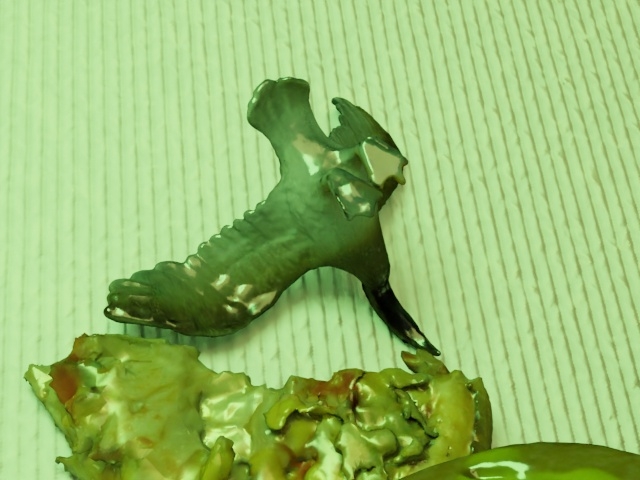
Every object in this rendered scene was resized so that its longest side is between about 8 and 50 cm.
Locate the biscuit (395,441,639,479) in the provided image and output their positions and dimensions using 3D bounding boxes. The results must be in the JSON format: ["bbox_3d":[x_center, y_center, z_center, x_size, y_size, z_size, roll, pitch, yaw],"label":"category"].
[{"bbox_3d":[0.069,0.256,0.587,0.394,0.070,0.350,-34,49,-16],"label":"biscuit"}]

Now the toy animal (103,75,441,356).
[{"bbox_3d":[0.007,-0.003,0.864,0.197,0.160,0.272,43,63,14],"label":"toy animal"}]

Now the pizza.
[{"bbox_3d":[-0.017,0.128,0.810,0.251,0.074,0.288,-27,65,-27],"label":"pizza"}]
